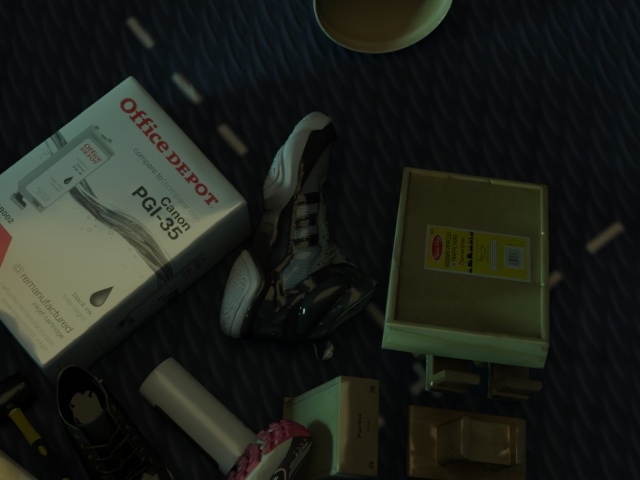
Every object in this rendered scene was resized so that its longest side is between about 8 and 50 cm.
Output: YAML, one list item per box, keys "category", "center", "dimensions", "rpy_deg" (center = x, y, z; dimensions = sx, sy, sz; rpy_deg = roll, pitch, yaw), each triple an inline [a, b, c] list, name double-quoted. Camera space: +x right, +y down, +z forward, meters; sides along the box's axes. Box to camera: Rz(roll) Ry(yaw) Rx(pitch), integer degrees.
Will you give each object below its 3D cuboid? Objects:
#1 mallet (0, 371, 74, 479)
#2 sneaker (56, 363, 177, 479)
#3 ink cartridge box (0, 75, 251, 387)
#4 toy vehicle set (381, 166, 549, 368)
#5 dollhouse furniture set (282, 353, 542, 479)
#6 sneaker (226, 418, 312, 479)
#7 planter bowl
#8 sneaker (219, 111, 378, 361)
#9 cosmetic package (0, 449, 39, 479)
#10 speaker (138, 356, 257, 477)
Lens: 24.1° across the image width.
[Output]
- category: "mallet"
  center: [-0.291, 0.202, 1.567]
  dimensions: [0.062, 0.039, 0.189]
  rpy_deg: [-41, 48, -19]
- category: "sneaker"
  center: [-0.210, 0.233, 1.555]
  dimensions: [0.083, 0.118, 0.222]
  rpy_deg: [-36, 76, -12]
- category: "ink cartridge box"
  center: [-0.245, -0.011, 1.633]
  dimensions: [0.283, 0.117, 0.207]
  rpy_deg: [-40, 77, -12]
- category: "toy vehicle set"
  center: [0.159, 0.023, 1.600]
  dimensions: [0.165, 0.035, 0.267]
  rpy_deg: [8, 40, 2]
- category: "dollhouse furniture set"
  center: [0.098, 0.217, 1.580]
  dimensions: [0.242, 0.161, 0.212]
  rpy_deg: [9, 71, -21]
- category: "sneaker"
  center: [-0.067, 0.323, 1.517]
  dimensions: [0.112, 0.121, 0.299]
  rpy_deg: [19, 98, -2]
- category: "planter bowl"
  center: [0.064, -0.312, 1.727]
  dimensions: [0.162, 0.162, 0.109]
  rpy_deg: [-9, 45, -4]
- category: "sneaker"
  center: [0.000, 0.000, 1.646]
  dimensions: [0.153, 0.101, 0.269]
  rpy_deg: [20, 79, 5]
- category: "cosmetic package"
  center: [-0.392, 0.269, 1.545]
  dimensions: [0.309, 0.113, 0.160]
  rpy_deg: [34, 74, 10]
- category: "speaker"
  center: [-0.129, 0.188, 1.604]
  dimensions: [0.136, 0.055, 0.055]
  rpy_deg: [42, 76, 11]
